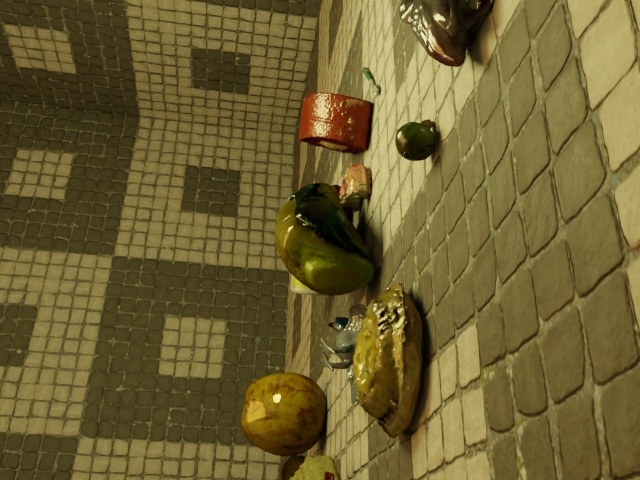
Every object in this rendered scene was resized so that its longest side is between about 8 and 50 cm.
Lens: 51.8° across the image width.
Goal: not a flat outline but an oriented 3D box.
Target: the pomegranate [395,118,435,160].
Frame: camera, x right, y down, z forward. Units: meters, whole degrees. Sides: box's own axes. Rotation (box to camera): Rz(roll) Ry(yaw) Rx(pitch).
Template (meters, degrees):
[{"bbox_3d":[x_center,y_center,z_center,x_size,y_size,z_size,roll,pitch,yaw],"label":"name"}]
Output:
[{"bbox_3d":[0.167,-0.182,1.165,0.073,0.073,0.084,110,163,-63],"label":"pomegranate"}]

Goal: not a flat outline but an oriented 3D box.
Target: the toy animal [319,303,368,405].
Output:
[{"bbox_3d":[0.081,0.240,1.523,0.255,0.176,0.239,31,125,43],"label":"toy animal"}]

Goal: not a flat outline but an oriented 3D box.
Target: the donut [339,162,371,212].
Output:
[{"bbox_3d":[0.091,-0.150,1.749,0.166,0.065,0.117,123,151,-71],"label":"donut"}]

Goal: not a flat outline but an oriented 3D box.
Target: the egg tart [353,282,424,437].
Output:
[{"bbox_3d":[0.115,0.213,1.195,0.279,0.095,0.278,-176,90,-83],"label":"egg tart"}]

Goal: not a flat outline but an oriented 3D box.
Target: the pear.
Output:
[{"bbox_3d":[-0.117,0.549,2.088,0.281,0.281,0.280,-175,90,-83],"label":"pear"}]

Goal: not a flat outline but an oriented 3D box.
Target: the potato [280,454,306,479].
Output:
[{"bbox_3d":[-0.067,0.767,2.111,0.251,0.113,0.149,158,120,-83],"label":"potato"}]

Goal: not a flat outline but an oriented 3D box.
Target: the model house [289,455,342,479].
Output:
[{"bbox_3d":[0.000,0.636,1.541,0.196,0.160,0.253,-127,45,-79],"label":"model house"}]

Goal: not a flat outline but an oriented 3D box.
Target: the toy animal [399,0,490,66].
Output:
[{"bbox_3d":[0.191,-0.361,1.038,0.324,0.090,0.195,-152,73,-72],"label":"toy animal"}]

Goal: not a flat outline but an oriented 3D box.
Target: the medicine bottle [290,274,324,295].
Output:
[{"bbox_3d":[-0.020,0.047,2.155,0.143,0.143,0.258,-175,91,-83],"label":"medicine bottle"}]

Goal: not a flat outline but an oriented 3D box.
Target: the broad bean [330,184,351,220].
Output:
[{"bbox_3d":[0.026,-0.090,1.989,0.228,0.122,0.156,-109,23,-65],"label":"broad bean"}]

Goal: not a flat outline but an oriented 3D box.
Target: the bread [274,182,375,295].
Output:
[{"bbox_3d":[0.000,0.000,1.638,0.251,0.208,0.376,54,-178,-15],"label":"bread"}]

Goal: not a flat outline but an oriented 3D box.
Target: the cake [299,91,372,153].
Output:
[{"bbox_3d":[0.037,-0.326,1.853,0.283,0.177,0.150,-143,59,-80],"label":"cake"}]

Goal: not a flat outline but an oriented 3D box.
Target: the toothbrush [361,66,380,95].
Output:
[{"bbox_3d":[0.135,-0.437,1.787,0.257,0.018,0.024,-99,19,-63],"label":"toothbrush"}]
